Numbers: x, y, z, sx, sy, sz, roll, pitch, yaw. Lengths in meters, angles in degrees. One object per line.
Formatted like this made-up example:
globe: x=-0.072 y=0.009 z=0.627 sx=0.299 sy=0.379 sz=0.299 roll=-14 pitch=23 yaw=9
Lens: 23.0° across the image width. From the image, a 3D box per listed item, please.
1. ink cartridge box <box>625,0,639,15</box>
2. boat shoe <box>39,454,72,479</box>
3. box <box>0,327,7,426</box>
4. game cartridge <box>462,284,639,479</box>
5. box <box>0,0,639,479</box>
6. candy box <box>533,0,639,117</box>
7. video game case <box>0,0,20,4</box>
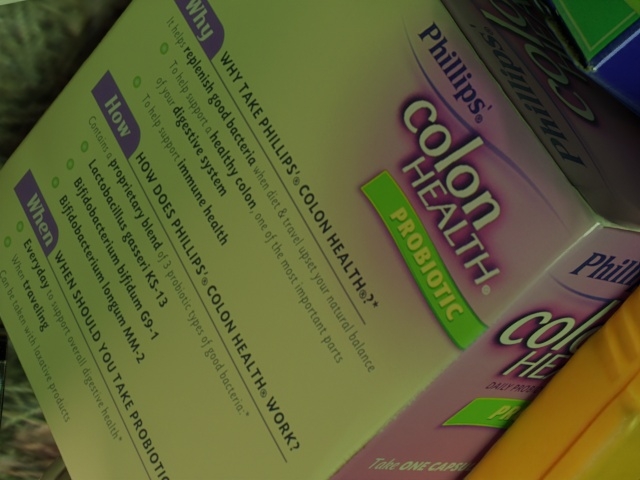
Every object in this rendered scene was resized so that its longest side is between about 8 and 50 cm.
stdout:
ink cartridge box: x=0.064 y=-0.200 z=0.455 sx=0.189 sy=0.255 sz=0.097 roll=-51 pitch=160 yaw=28
boat shoe: x=0.018 y=0.132 z=0.806 sx=0.324 sy=0.117 sz=0.097 roll=-14 pitch=134 yaw=8
box: x=-0.227 y=0.081 z=0.781 sx=0.137 sy=0.027 sz=0.094 roll=4 pitch=129 yaw=-11
game cartridge: x=0.174 y=0.133 z=0.620 sx=0.285 sy=0.053 sz=0.324 roll=13 pitch=131 yaw=-27
box: x=0.000 y=0.000 z=0.614 sx=0.117 sy=0.213 sz=0.243 roll=10 pitch=131 yaw=-48
candy box: x=0.261 y=-0.147 z=0.575 sx=0.317 sy=0.122 sz=0.268 roll=-42 pitch=139 yaw=22
video game case: x=-0.180 y=-0.174 z=0.572 sx=0.232 sy=0.042 sz=0.210 roll=-12 pitch=129 yaw=1
